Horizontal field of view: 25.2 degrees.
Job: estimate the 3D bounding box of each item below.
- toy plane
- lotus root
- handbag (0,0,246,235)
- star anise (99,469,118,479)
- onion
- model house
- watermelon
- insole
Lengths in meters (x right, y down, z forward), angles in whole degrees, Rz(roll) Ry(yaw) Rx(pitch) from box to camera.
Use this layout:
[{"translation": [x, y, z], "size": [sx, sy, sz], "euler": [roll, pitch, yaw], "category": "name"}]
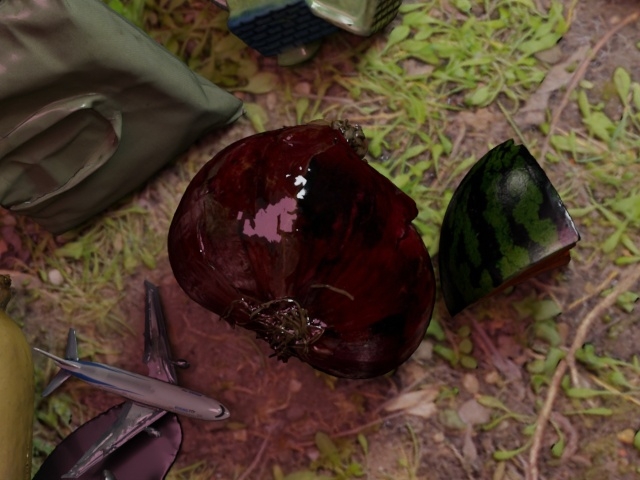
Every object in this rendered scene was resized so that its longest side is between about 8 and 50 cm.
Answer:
[{"translation": [-0.191, 0.152, 1.484], "size": [0.226, 0.058, 0.226], "euler": [16, 73, 17], "category": "toy plane"}, {"translation": [-0.367, 0.179, 1.478], "size": [0.146, 0.131, 0.303], "euler": [-8, 80, 46], "category": "lotus root"}, {"translation": [-0.255, -0.133, 1.428], "size": [0.253, 0.316, 0.109], "euler": [-37, 57, 12], "category": "handbag"}, {"translation": [-0.195, 0.391, 1.425], "size": [0.331, 0.117, 0.332], "euler": [0, 86, 5], "category": "star anise"}, {"translation": [-0.006, 0.014, 1.396], "size": [0.281, 0.281, 0.221], "euler": [50, 137, 14], "category": "onion"}, {"translation": [-0.015, -0.290, 1.481], "size": [0.214, 0.195, 0.189], "euler": [-20, 102, 23], "category": "model house"}, {"translation": [0.183, -0.012, 1.391], "size": [0.137, 0.145, 0.193], "euler": [17, 86, 9], "category": "watermelon"}, {"translation": [-0.278, 0.301, 1.512], "size": [0.119, 0.009, 0.348], "euler": [42, 92, 16], "category": "insole"}]
